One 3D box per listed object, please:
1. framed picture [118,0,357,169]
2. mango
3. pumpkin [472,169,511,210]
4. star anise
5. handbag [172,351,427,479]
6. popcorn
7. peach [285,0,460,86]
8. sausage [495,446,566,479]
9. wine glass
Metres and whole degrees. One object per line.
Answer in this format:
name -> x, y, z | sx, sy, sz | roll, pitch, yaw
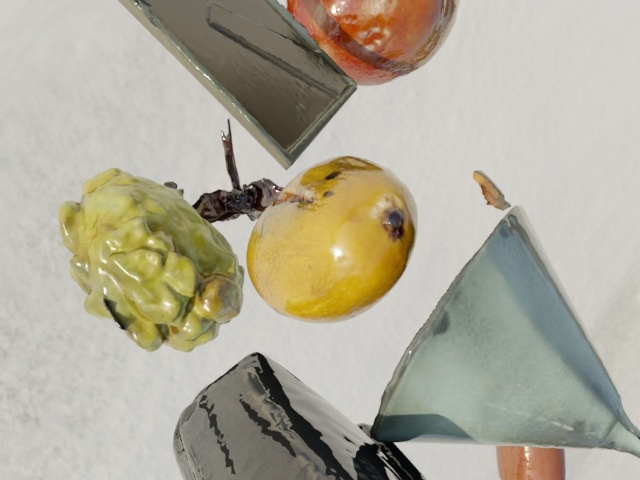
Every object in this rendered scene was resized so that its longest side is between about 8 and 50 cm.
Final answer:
framed picture -> -0.089, -0.223, 0.835 | 0.281, 0.019, 0.209 | 46, 40, -8
mango -> -0.004, -0.004, 0.791 | 0.120, 0.295, 0.177 | 38, 77, -19
pumpkin -> 0.301, -0.087, 1.401 | 0.035, 0.073, 0.101 | -39, 151, 12
star anise -> -0.135, -0.098, 1.237 | 0.158, 0.140, 0.144 | -6, 77, -33
handbag -> 0.021, 0.265, 0.718 | 0.178, 0.302, 0.275 | -43, 117, -7
popcorn -> -0.242, 0.030, 1.112 | 0.215, 0.252, 0.286 | -38, 89, -20
peach -> 0.068, -0.318, 1.068 | 0.244, 0.199, 0.243 | -12, 139, -11
sausage -> 0.327, 0.253, 1.224 | 0.114, 0.114, 0.259 | -3, 93, -43
wine glass -> 0.277, 0.180, 0.687 | 0.267, 0.406, 0.267 | -49, 161, -23
